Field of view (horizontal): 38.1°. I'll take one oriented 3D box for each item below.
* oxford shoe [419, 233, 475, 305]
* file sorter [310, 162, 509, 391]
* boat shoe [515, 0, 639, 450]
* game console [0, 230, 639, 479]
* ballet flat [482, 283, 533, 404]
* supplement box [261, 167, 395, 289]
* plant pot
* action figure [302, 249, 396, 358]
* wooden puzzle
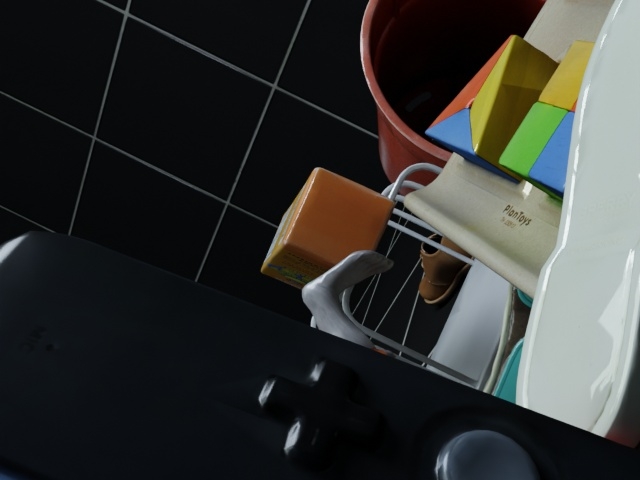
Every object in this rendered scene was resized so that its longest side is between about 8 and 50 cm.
[{"bbox_3d":[0.169,0.027,1.285,0.212,0.076,0.076,115,179,-62],"label":"oxford shoe"},{"bbox_3d":[0.108,0.053,1.000,0.277,0.173,0.192,124,172,-78],"label":"file sorter"},{"bbox_3d":[0.188,-0.036,0.448,0.116,0.099,0.319,-7,63,70],"label":"boat shoe"},{"bbox_3d":[-0.032,0.182,0.258,0.060,0.342,0.386,112,-178,-47],"label":"game console"},{"bbox_3d":[0.168,0.062,0.659,0.086,0.086,0.248,-133,68,-89],"label":"ballet flat"},{"bbox_3d":[0.000,0.000,0.878,0.233,0.078,0.080,138,155,-80],"label":"supplement box"},{"bbox_3d":[0.175,-0.156,1.047,0.265,0.273,0.272,90,-155,-73],"label":"plant pot"},{"bbox_3d":[0.016,0.221,0.677,0.341,0.179,0.330,109,162,-60],"label":"action figure"},{"bbox_3d":[0.193,-0.138,0.621,0.347,0.081,0.322,-54,18,5],"label":"wooden puzzle"}]
